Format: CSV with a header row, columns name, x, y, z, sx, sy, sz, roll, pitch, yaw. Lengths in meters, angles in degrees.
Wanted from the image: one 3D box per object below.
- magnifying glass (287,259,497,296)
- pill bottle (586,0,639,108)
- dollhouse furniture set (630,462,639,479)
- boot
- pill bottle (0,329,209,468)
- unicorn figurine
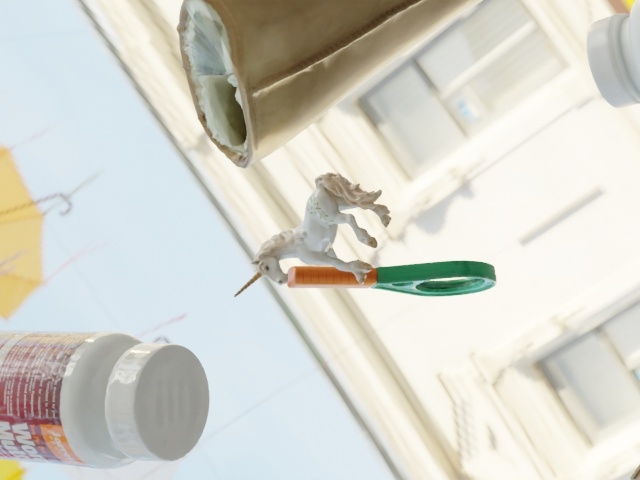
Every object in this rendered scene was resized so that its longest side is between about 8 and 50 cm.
name,x,y,z,sx,sy,sz,roll,pitch,yaw
magnifying glass,0.077,0.040,1.414,0.231,0.092,0.026,3,-106,-21
pill bottle,0.355,-0.188,1.226,0.117,0.208,0.118,21,-117,-48
dollhouse furniture set,0.487,0.354,1.846,0.161,0.182,0.101,-41,-51,-39
boot,0.046,-0.182,0.742,0.269,0.236,0.089,-32,-127,-18
pill bottle,-0.216,0.141,1.206,0.121,0.221,0.121,3,-94,-56
unicorn figurine,0.000,0.000,1.311,0.111,0.162,0.060,24,-158,7
